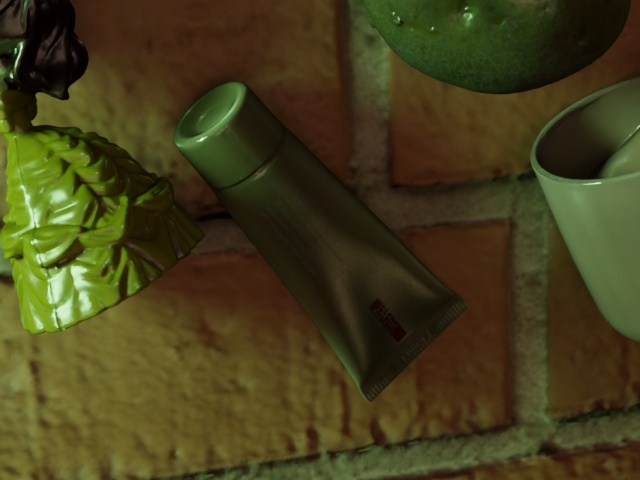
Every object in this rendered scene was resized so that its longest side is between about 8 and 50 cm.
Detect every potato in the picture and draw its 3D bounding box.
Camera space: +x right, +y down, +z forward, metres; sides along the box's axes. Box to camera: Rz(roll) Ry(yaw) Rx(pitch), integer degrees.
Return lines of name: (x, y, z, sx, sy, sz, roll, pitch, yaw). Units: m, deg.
potato: (0.149, -0.220, 1.178, 0.235, 0.160, 0.177, 14, 81, -3)

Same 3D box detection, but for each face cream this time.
face cream: (0.000, 0.000, 1.260, 0.137, 0.084, 0.341, -44, 120, -6)

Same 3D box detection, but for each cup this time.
cup: (0.336, -0.043, 1.279, 0.253, 0.191, 0.200, -44, 121, -32)

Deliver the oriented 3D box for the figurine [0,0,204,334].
figurine: (-0.239, -0.103, 1.128, 0.187, 0.168, 0.315, -37, 108, -41)
